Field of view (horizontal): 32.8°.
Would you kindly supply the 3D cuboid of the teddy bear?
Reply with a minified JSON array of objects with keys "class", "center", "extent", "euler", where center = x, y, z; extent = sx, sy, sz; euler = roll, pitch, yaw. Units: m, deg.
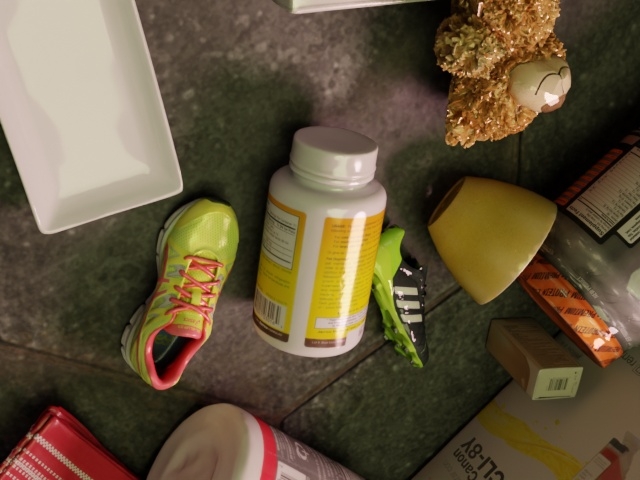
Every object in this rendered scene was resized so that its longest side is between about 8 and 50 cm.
[{"class":"teddy bear","center":[0.181,-0.242,1.003],"extent":[0.113,0.245,0.338],"euler":[10,112,20]}]

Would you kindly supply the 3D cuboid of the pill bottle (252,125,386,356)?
[{"class":"pill bottle","center":[0.000,0.000,1.089],"extent":[0.117,0.117,0.215],"euler":[0,115,-21]}]

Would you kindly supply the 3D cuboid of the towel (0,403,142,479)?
[{"class":"towel","center":[-0.311,0.318,1.116],"extent":[0.275,0.031,0.199],"euler":[-49,134,-13]}]

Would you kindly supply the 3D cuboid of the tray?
[{"class":"tray","center":[-0.225,-0.145,0.982],"extent":[0.145,0.030,0.270],"euler":[-19,120,-13]}]

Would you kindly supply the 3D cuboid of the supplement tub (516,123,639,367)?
[{"class":"supplement tub","center":[0.372,-0.021,1.179],"extent":[0.316,0.193,0.193],"euler":[-42,122,3]}]

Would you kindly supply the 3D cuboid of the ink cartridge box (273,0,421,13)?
[{"class":"ink cartridge box","center":[0.031,-0.320,0.961],"extent":[0.159,0.092,0.218],"euler":[-9,119,-17]}]

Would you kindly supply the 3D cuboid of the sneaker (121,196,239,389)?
[{"class":"sneaker","center":[-0.130,0.058,1.080],"extent":[0.081,0.094,0.208],"euler":[15,107,-25]}]

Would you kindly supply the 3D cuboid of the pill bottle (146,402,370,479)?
[{"class":"pill bottle","center":[-0.026,0.321,1.200],"extent":[0.318,0.176,0.176],"euler":[36,98,-31]}]

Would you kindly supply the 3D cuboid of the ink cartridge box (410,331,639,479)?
[{"class":"ink cartridge box","center":[0.315,0.275,1.249],"extent":[0.384,0.279,0.160],"euler":[-46,121,4]}]

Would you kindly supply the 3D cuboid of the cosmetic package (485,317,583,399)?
[{"class":"cosmetic package","center":[0.244,0.134,1.250],"extent":[0.060,0.115,0.041],"euler":[0,115,-20]}]

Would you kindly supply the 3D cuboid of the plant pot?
[{"class":"plant pot","center":[0.171,-0.013,1.155],"extent":[0.095,0.134,0.134],"euler":[36,99,-5]}]

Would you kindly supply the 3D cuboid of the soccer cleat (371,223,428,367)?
[{"class":"soccer cleat","center":[0.094,0.064,1.194],"extent":[0.072,0.060,0.179],"euler":[-35,122,-17]}]
